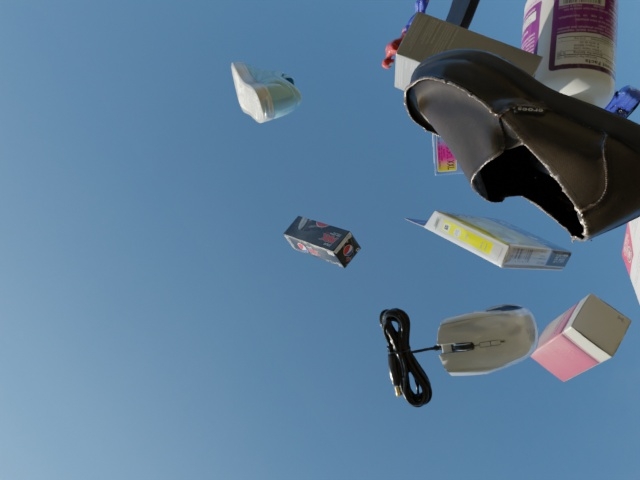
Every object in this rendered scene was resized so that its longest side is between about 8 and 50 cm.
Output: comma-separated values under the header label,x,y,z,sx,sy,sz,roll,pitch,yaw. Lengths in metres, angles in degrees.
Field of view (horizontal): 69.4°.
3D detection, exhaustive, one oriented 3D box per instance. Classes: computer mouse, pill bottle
label,x,y,z,sx,sy,sz,roll,pitch,yaw
computer mouse,0.164,0.110,0.503,0.193,0.042,0.105,-9,-95,-14
pill bottle,0.483,-0.340,0.909,0.169,0.169,0.301,9,-98,-9

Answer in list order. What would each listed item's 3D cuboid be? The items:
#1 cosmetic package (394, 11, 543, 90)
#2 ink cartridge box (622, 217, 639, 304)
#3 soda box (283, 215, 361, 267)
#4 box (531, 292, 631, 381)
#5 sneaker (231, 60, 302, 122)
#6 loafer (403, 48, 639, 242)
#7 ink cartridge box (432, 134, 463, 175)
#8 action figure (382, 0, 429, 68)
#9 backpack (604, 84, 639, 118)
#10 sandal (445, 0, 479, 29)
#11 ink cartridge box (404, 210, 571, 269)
label,x,y,z,sx,sy,sz,roll,pitch,yaw
cosmetic package,0.263,-0.309,0.855,0.238,0.127,0.107,24,-97,10
ink cartridge box,0.497,0.044,0.616,0.100,0.172,0.237,-5,-137,20
soda box,0.000,0.000,0.953,0.060,0.169,0.053,-51,-50,-18
box,0.739,0.283,1.331,0.127,0.232,0.149,39,-120,17
sneaker,-0.157,-0.441,1.355,0.150,0.135,0.366,-16,-139,-16
loafer,0.132,-0.075,0.341,0.078,0.080,0.220,-41,-133,-7
ink cartridge box,0.558,-0.323,1.458,0.396,0.270,0.151,-4,-66,16
action figure,0.309,-0.642,1.446,0.139,0.091,0.280,34,-75,-16
backpack,1.024,-0.468,1.575,0.101,0.120,0.098,35,-134,6
sandal,0.328,-0.580,1.011,0.055,0.097,0.254,11,-75,-22
ink cartridge box,0.432,-0.017,1.197,0.304,0.307,0.072,3,-66,-38
